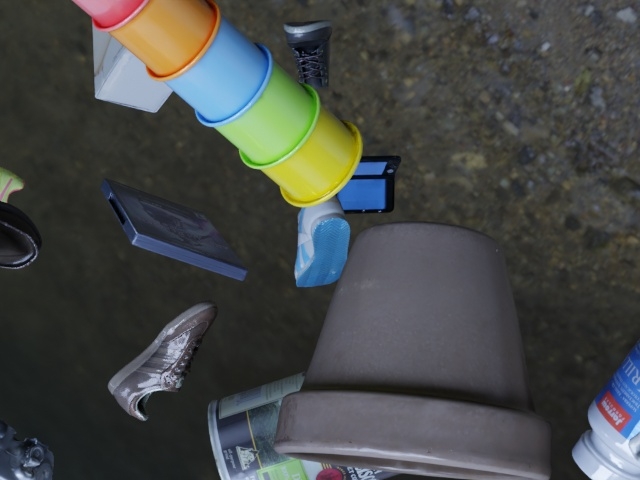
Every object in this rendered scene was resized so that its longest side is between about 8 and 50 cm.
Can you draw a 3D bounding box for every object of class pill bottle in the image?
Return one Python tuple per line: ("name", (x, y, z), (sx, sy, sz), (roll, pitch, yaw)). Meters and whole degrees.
("pill bottle", (0.419, 0.211, 1.244), (0.124, 0.124, 0.221), (35, 109, 14))

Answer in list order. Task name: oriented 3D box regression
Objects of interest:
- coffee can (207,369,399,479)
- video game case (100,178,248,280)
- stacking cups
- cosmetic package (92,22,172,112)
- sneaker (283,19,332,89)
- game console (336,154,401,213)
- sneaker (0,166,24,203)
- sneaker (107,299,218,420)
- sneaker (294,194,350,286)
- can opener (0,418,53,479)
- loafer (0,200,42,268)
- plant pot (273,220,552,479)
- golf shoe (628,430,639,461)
("coffee can", (-0.013, 0.305, 1.542), (0.275, 0.201, 0.201), (-19, 119, 4))
("video game case", (-0.247, -0.022, 1.626), (0.196, 0.026, 0.274), (20, -169, -28))
("stacking cups", (-0.096, -0.143, 0.808), (0.096, 0.096, 0.316), (-2, 151, 45))
("cosmetic package", (-0.296, -0.387, 1.610), (0.113, 0.309, 0.160), (11, 145, -31))
("sneaker", (-0.014, -0.331, 1.759), (0.083, 0.222, 0.118), (-2, 98, 9))
("game console", (0.082, -0.101, 1.787), (0.107, 0.122, 0.071), (113, 153, -67))
("sneaker", (-0.540, -0.023, 1.595), (0.094, 0.208, 0.081), (18, -178, -26))
("sneaker", (-0.191, 0.157, 1.283), (0.188, 0.066, 0.071), (-43, 78, 13))
("sneaker", (0.000, 0.000, 1.676), (0.228, 0.087, 0.092), (106, 153, -52))
("can opener", (-0.506, 0.289, 1.425), (0.095, 0.076, 0.283), (-14, 137, 35))
("loafer", (-0.407, -0.007, 1.121), (0.220, 0.080, 0.078), (32, -152, -53))
("plant pot", (0.094, 0.109, 0.962), (0.263, 0.229, 0.263), (5, 165, 1))
("golf shoe", (0.400, 0.153, 0.980), (0.273, 0.120, 0.105), (91, 164, -47))
